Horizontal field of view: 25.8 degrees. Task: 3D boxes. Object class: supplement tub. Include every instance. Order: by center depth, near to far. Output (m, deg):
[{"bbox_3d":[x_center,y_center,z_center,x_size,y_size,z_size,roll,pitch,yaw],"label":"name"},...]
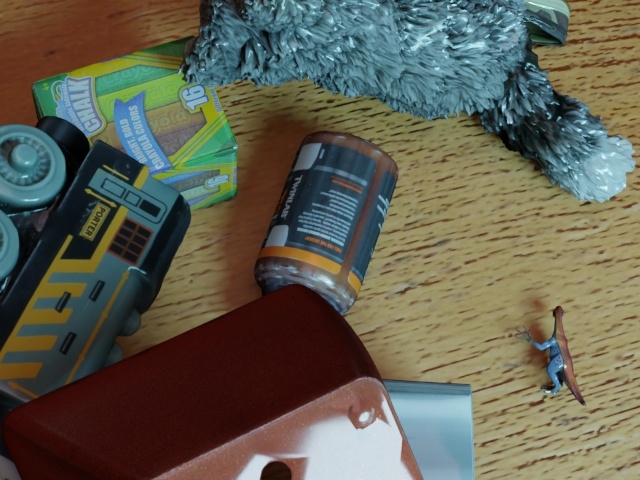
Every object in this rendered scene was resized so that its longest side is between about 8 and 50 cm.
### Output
[{"bbox_3d":[0.000,0.000,1.352,0.106,0.106,0.198,19,69,2],"label":"supplement tub"}]

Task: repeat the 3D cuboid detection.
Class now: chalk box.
[{"bbox_3d":[-0.200,-0.088,1.352,0.213,0.132,0.132,-19,73,-11],"label":"chalk box"}]

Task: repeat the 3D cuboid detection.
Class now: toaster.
[{"bbox_3d":[0.075,0.213,1.243,0.110,0.185,0.168,0,70,0],"label":"toaster"}]

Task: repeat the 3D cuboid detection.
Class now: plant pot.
[{"bbox_3d":[-0.042,0.200,0.992,0.267,0.236,0.267,-24,96,-17],"label":"plant pot"}]

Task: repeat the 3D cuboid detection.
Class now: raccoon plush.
[{"bbox_3d":[0.091,-0.163,1.301,0.446,0.216,0.299,36,44,8],"label":"raccoon plush"}]

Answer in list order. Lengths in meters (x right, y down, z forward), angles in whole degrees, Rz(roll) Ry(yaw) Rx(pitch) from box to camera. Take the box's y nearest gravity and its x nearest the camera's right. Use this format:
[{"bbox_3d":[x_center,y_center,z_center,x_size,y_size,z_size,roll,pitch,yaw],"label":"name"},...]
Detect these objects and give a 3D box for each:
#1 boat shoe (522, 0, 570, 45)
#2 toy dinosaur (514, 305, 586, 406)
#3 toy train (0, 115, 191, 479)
[{"bbox_3d":[0.191,-0.236,1.478,0.152,0.056,0.049,4,65,-4],"label":"boat shoe"},{"bbox_3d":[0.236,0.108,1.357,0.090,0.047,0.082,19,97,33],"label":"toy dinosaur"},{"bbox_3d":[-0.243,0.048,1.149,0.190,0.142,0.334,28,56,-7],"label":"toy train"}]
